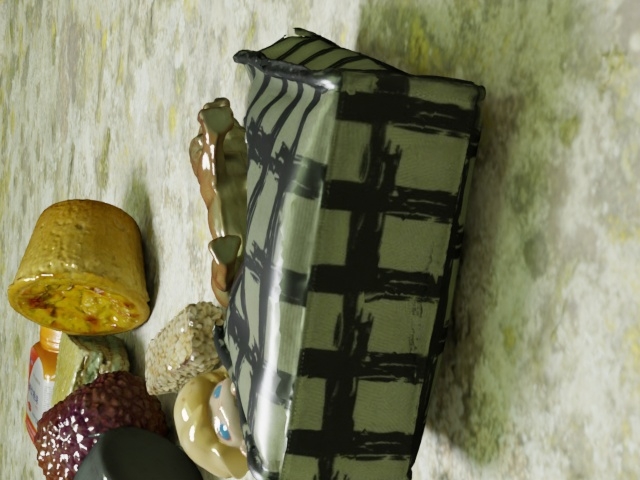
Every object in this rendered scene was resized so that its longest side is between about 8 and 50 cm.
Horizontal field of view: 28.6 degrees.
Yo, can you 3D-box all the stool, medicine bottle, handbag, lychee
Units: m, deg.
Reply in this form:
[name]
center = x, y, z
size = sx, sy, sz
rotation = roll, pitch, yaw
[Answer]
[stool]
center = -0.223, 0.336, 1.517
size = 0.139, 0.153, 0.228
rotation = -55, 42, 20
[medicine bottle]
center = -0.408, 0.223, 2.024
size = 0.149, 0.112, 0.222
rotation = -148, 62, -63
[handbag]
center = 0.000, 0.000, 1.050
size = 0.327, 0.162, 0.325
rotation = -138, 55, -67
[lychee]
center = -0.286, 0.279, 1.680
size = 0.188, 0.188, 0.188
rotation = -179, 90, -66

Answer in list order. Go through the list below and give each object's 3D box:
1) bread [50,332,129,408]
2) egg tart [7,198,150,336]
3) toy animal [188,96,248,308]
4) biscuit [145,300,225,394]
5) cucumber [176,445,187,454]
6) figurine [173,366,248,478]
[bread]
center = -0.339, 0.213, 1.854
size = 0.196, 0.102, 0.138
rotation = -163, 80, -74
[egg tart]
center = -0.339, 0.039, 1.804
size = 0.202, 0.202, 0.147
rotation = 127, 151, -53
[toy animal]
center = -0.087, -0.025, 1.352
size = 0.157, 0.097, 0.312
rotation = 120, 143, -68
[biscuit]
center = -0.161, 0.135, 1.520
size = 0.168, 0.070, 0.082
rotation = -45, 53, 55
[cucumber]
center = -0.199, 0.326, 1.643
size = 0.032, 0.032, 0.133
rotation = -116, 36, -46
[figurine]
center = -0.075, 0.176, 1.288
size = 0.196, 0.108, 0.114
rotation = -32, 85, 55
